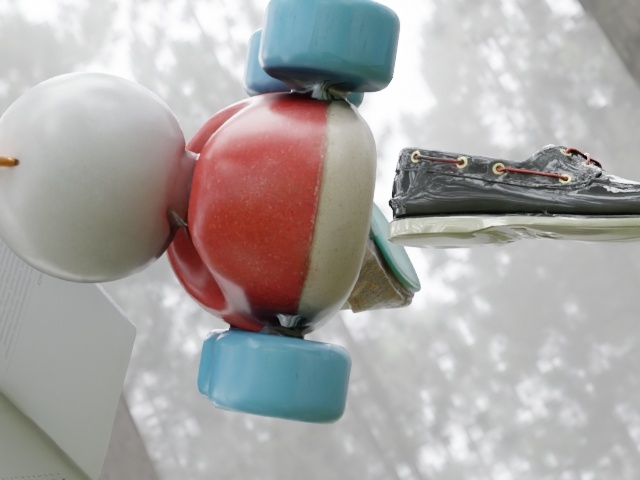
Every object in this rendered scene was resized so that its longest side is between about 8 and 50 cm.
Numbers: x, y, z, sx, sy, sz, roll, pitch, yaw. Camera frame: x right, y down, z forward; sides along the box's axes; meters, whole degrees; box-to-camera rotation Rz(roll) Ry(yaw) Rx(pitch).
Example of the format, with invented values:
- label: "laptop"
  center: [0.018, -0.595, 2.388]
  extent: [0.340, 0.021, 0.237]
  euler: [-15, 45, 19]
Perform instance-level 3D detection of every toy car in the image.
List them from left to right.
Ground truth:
- label: "toy car"
  center: [-0.096, -0.028, 0.954]
  extent: [0.238, 0.219, 0.210]
  euler: [9, -4, -7]

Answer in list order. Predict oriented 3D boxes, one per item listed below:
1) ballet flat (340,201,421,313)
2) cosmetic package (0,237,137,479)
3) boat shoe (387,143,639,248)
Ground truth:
- label: "ballet flat"
  center: [0.000, 0.000, 1.387]
  extent: [0.106, 0.107, 0.316]
  euler: [-26, -21, 5]
- label: "cosmetic package"
  center: [-0.278, 0.061, 1.143]
  extent: [0.224, 0.138, 0.224]
  euler: [-7, -37, 24]
- label: "boat shoe"
  center: [0.091, -0.018, 0.676]
  extent: [0.133, 0.042, 0.049]
  euler: [1, -11, 18]
